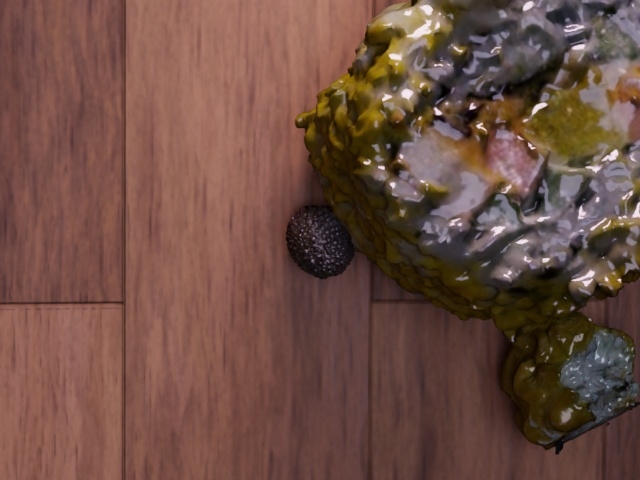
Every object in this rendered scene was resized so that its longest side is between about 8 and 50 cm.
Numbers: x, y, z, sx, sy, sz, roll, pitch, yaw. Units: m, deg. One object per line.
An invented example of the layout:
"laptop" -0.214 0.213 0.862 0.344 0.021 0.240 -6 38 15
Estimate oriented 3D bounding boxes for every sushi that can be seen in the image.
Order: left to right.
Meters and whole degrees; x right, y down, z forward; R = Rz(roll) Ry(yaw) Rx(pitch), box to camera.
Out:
"sushi" 0.192 -0.117 1.488 0.396 0.240 0.351 -39 97 -11

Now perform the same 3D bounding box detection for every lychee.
"lychee" 0.000 0.000 1.553 0.067 0.083 0.068 -22 132 16

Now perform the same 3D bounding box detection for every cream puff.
"cream puff" 0.247 0.133 1.577 0.156 0.121 0.156 14 69 -40
